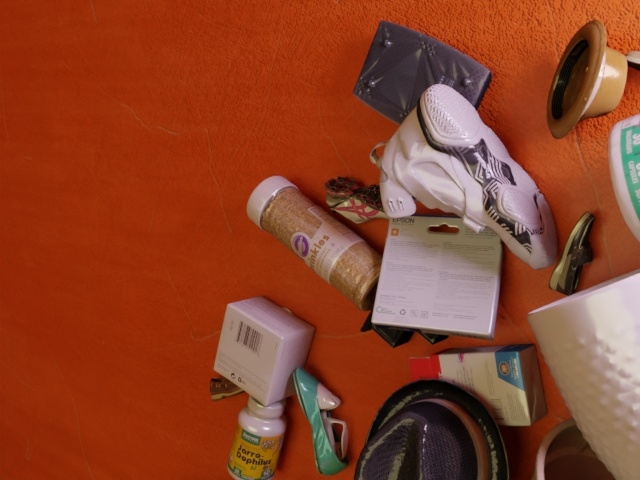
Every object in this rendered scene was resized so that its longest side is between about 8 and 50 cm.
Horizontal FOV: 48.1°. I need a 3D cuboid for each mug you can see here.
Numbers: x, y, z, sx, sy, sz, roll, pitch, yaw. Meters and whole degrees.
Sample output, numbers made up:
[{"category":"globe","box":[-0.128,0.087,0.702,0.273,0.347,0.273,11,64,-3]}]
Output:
[{"category":"mug","box":[0.537,0.189,1.025,0.374,0.276,0.327,-23,80,6]}]

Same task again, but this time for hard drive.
[{"category":"hard drive","box":[0.192,-0.296,1.354,0.255,0.054,0.171,35,116,29]}]

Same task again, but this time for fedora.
[{"category":"fedora","box":[0.163,0.410,1.259,0.334,0.153,0.333,-9,75,37]},{"category":"fedora","box":[0.426,-0.246,1.132,0.079,0.194,0.194,12,107,-3]}]

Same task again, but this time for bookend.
[{"category":"bookend","box":[0.183,0.160,1.410,0.156,0.072,0.157,42,120,27]}]

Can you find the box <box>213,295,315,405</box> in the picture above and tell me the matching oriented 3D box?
[{"category":"box","box":[-0.131,0.249,1.646,0.181,0.119,0.181,27,113,34]}]

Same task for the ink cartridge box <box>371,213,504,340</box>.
[{"category":"ink cartridge box","box":[0.220,0.063,1.326,0.224,0.045,0.223,4,71,23]}]

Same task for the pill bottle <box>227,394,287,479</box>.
[{"category":"pill bottle","box":[-0.144,0.458,1.686,0.118,0.118,0.208,27,111,34]}]

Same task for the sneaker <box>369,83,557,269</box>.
[{"category":"sneaker","box":[0.245,-0.076,1.268,0.210,0.137,0.365,-38,87,39]}]

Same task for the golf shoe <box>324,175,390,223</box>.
[{"category":"golf shoe","box":[0.093,-0.071,1.467,0.186,0.067,0.085,21,135,35]}]

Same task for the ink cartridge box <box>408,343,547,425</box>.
[{"category":"ink cartridge box","box":[0.288,0.269,1.335,0.231,0.078,0.134,-10,89,40]}]

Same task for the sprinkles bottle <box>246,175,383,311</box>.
[{"category":"sprinkles bottle","box":[0.000,0.000,1.507,0.355,0.121,0.121,38,118,29]}]

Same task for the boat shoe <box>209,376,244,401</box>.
[{"category":"boat shoe","box":[-0.216,0.351,1.765,0.178,0.064,0.060,-25,82,41]}]

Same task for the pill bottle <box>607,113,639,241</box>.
[{"category":"pill bottle","box":[0.596,-0.120,0.952,0.361,0.204,0.204,-18,85,39]}]

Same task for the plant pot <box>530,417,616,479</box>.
[{"category":"plant pot","box":[0.420,0.505,1.136,0.334,0.334,0.305,46,133,25]}]

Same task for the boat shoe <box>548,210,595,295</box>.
[{"category":"boat shoe","box":[0.434,0.024,1.204,0.049,0.056,0.152,29,123,27]}]

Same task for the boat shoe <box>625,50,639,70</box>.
[{"category":"boat shoe","box":[0.532,-0.275,1.089,0.135,0.050,0.045,21,97,33]}]

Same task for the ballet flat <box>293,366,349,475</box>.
[{"category":"ballet flat","box":[0.012,0.393,1.588,0.087,0.083,0.247,-17,85,15]}]
